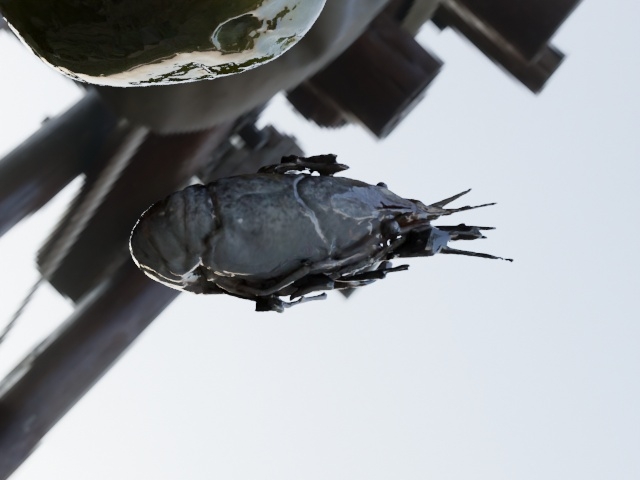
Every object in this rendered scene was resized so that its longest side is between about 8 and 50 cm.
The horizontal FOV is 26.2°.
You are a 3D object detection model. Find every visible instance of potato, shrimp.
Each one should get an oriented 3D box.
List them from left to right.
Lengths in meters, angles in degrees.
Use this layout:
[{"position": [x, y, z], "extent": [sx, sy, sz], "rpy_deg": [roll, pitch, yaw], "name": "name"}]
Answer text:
[{"position": [-0.103, -0.182, 0.876], "extent": [0.228, 0.148, 0.197], "rpy_deg": [5, -48, 10], "name": "potato"}, {"position": [0.001, 0.000, 1.241], "extent": [0.343, 0.116, 0.145], "rpy_deg": [-2, -47, -8], "name": "shrimp"}]
